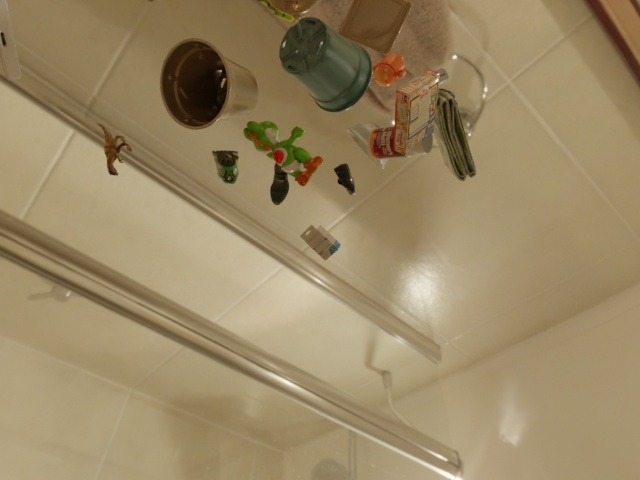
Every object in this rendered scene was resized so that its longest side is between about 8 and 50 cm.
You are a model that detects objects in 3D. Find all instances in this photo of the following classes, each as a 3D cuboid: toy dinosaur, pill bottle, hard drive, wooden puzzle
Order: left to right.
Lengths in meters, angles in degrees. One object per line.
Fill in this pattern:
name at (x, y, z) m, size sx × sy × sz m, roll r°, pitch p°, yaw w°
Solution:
hard drive at (-0.843, -0.570, 1.100) m, size 0.040 × 0.307 × 0.203 m, roll -27°, pitch 150°, yaw -39°
toy dinosaur at (-0.727, -0.335, 1.534) m, size 0.112 × 0.211 × 0.064 m, roll -13°, pitch 173°, yaw 3°
wooden puzzle at (0.222, -0.897, 1.796) m, size 0.221 × 0.238 × 0.044 m, roll -64°, pitch 169°, yaw 7°
pill bottle at (0.300, -0.371, 1.669) m, size 0.221 × 0.121 × 0.121 m, roll 4°, pitch -120°, yaw 39°

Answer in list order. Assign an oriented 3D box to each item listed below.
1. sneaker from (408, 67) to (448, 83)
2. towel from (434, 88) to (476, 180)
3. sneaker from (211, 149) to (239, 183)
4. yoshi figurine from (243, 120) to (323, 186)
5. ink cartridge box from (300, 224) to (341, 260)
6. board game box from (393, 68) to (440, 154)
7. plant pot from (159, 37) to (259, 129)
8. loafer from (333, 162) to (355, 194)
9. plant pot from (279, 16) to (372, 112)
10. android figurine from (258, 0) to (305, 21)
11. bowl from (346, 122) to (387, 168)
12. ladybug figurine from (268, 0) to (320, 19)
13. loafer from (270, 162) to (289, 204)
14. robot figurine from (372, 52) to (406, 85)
sneaker at (0.463, -0.683, 1.942) m, size 0.258 × 0.094 × 0.091 m, roll -26°, pitch 177°, yaw -36°
towel at (0.485, -0.412, 1.690) m, size 0.090 × 0.321 × 0.374 m, roll -17°, pitch -162°, yaw 13°
sneaker at (-0.481, -0.374, 2.231) m, size 0.343 × 0.134 × 0.146 m, roll -118°, pitch -149°, yaw -66°
yoshi figurine at (-0.166, -0.417, 1.971) m, size 0.203 × 0.362 × 0.203 m, roll -55°, pitch -172°, yaw -6°
ink cartridge box at (0.000, 0.000, 2.182) m, size 0.104 × 0.180 × 0.060 m, roll -43°, pitch -174°, yaw 33°
board game box at (0.273, -0.364, 1.259) m, size 0.045 × 0.193 × 0.147 m, roll 34°, pitch -122°, yaw 32°
plant pot at (-0.423, -0.621, 1.817) m, size 0.334 × 0.334 × 0.305 m, roll -41°, pitch 173°, yaw 25°
loafer at (0.126, -0.308, 2.258) m, size 0.078 × 0.223 × 0.076 m, roll -12°, pitch -124°, yaw 13°
plant pot at (0.011, -0.804, 1.996) m, size 0.341 × 0.334 × 0.341 m, roll -5°, pitch -100°, yaw 32°
android figurine at (-0.196, -1.179, 2.209) m, size 0.056 × 0.273 × 0.248 m, roll -51°, pitch -134°, yaw 36°
bowl at (0.286, -0.536, 2.383) m, size 0.134 × 0.298 × 0.298 m, roll -42°, pitch -153°, yaw 6°
ladybug figurine at (-0.090, -1.030, 1.579) m, size 0.162 × 0.305 × 0.449 m, roll -61°, pitch 153°, yaw -73°
loafer at (-0.212, -0.289, 2.310) m, size 0.084 × 0.096 × 0.267 m, roll 109°, pitch -14°, yaw -60°
robot figurine at (0.370, -0.917, 2.376) m, size 0.219 × 0.158 × 0.128 m, roll -53°, pitch -168°, yaw -25°
